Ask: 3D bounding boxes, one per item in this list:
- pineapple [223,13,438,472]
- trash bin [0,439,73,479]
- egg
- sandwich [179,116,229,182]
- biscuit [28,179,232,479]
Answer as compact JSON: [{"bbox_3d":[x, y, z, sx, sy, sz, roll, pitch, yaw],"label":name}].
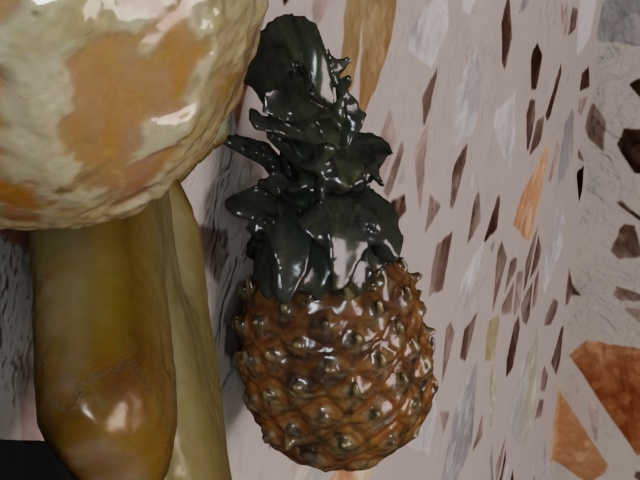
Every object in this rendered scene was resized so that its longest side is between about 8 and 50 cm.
[{"bbox_3d":[0.000,0.000,1.309,0.170,0.141,0.310,-53,142,-48],"label":"pineapple"},{"bbox_3d":[-0.152,0.199,0.817,0.225,0.115,0.165,-111,-158,-68],"label":"trash bin"},{"bbox_3d":[-0.117,-0.115,0.728,0.233,0.195,0.195,63,35,-29],"label":"egg"},{"bbox_3d":[-0.083,-0.092,1.122,0.093,0.035,0.105,-56,150,-52],"label":"sandwich"},{"bbox_3d":[-0.093,0.028,0.949,0.237,0.062,0.291,76,5,-51],"label":"biscuit"}]
